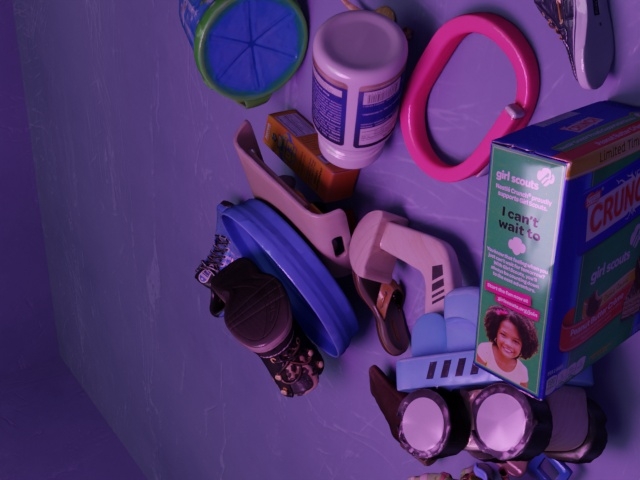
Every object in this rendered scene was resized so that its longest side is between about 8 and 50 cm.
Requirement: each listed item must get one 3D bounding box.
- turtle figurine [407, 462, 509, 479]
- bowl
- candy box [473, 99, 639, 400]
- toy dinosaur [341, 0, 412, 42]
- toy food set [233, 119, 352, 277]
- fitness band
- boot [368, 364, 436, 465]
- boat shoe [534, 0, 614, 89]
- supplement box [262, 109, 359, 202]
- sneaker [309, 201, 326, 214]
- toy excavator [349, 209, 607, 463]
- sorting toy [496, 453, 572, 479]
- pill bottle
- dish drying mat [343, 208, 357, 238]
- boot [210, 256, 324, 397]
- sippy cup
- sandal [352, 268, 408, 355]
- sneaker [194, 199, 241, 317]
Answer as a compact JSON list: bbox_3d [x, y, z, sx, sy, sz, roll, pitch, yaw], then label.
[{"bbox_3d":[0.239,0.496,1.342,0.198,0.266,0.275,18,91,28],"label":"turtle figurine"},{"bbox_3d":[-0.062,0.074,1.618,0.391,0.077,0.391,48,167,14],"label":"bowl"},{"bbox_3d":[0.330,0.002,0.991,0.122,0.268,0.317,22,124,44],"label":"candy box"},{"bbox_3d":[0.094,-0.371,1.351,0.183,0.053,0.093,37,120,29],"label":"toy dinosaur"},{"bbox_3d":[-0.046,-0.083,1.525,0.306,0.092,0.220,43,163,29],"label":"toy food set"},{"bbox_3d":[0.226,-0.221,1.220,0.209,0.054,0.291,56,143,21],"label":"fitness band"},{"bbox_3d":[0.152,0.328,1.519,0.207,0.090,0.248,50,165,34],"label":"boot"},{"bbox_3d":[0.337,-0.292,1.026,0.083,0.065,0.183,8,107,56],"label":"boat shoe"},{"bbox_3d":[-0.023,-0.177,1.574,0.233,0.080,0.078,46,137,35],"label":"supplement box"},{"bbox_3d":[0.000,0.000,1.637,0.077,0.072,0.178,-17,94,53],"label":"sneaker"},{"bbox_3d":[0.231,0.138,1.272,0.433,0.222,0.445,-16,66,45],"label":"toy excavator"},{"bbox_3d":[0.314,0.292,1.363,0.347,0.047,0.196,33,127,42],"label":"sorting toy"},{"bbox_3d":[0.060,-0.247,1.308,0.153,0.153,0.265,53,161,24],"label":"pill bottle"},{"bbox_3d":[0.068,-0.024,1.584,0.032,0.008,0.083,-7,101,56],"label":"dish drying mat"},{"bbox_3d":[-0.089,0.208,1.598,0.284,0.138,0.377,58,170,-25],"label":"boot"},{"bbox_3d":[-0.176,-0.437,1.549,0.305,0.240,0.224,-59,44,22],"label":"sippy cup"},{"bbox_3d":[0.130,0.121,1.498,0.060,0.090,0.219,-18,91,47],"label":"sandal"},{"bbox_3d":[-0.236,0.059,1.931,0.130,0.147,0.330,28,127,45],"label":"sneaker"}]
